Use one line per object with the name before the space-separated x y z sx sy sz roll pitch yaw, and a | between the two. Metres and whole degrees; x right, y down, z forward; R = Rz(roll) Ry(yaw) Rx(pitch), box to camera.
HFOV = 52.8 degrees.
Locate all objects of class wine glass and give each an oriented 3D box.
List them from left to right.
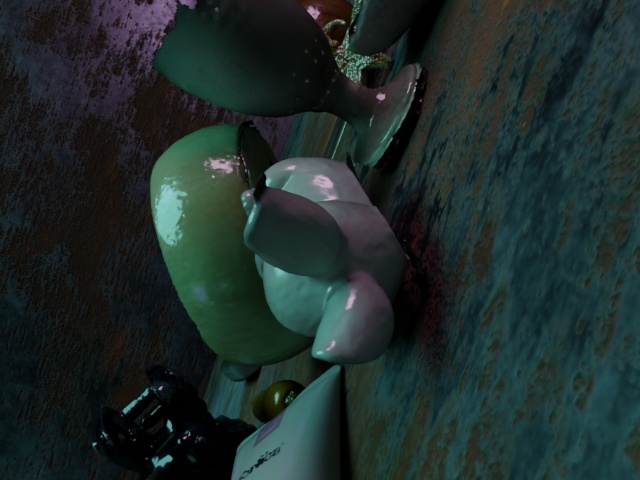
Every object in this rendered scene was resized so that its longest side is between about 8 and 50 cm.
wine glass | -0.049 -0.239 0.881 0.191 0.356 0.190 -59 12 20

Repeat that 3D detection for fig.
fig | 0.009 -0.367 1.288 0.235 0.214 0.235 18 -90 -90

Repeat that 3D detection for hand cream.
hand cream | -0.040 0.271 0.669 0.185 0.118 0.359 -44 15 13

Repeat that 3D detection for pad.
pad | 0.026 -0.223 1.516 0.176 0.002 0.266 -99 28 -69

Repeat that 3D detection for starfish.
starfish | 0.054 -0.320 1.135 0.053 0.150 0.210 -26 -53 -61

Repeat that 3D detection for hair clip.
hair clip | -0.173 0.320 0.948 0.194 0.310 0.206 -43 49 -4

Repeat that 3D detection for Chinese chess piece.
Chinese chess piece | -0.102 0.004 0.930 0.349 0.146 0.350 -21 -90 -81

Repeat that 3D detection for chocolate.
chocolate | 0.138 -0.404 0.934 0.303 0.100 0.185 -59 5 43

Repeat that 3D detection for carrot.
carrot | -0.062 0.249 0.977 0.225 0.067 0.067 129 157 -70

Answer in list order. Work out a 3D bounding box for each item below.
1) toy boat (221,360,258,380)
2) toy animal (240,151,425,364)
toy boat | -0.198 0.307 1.611 0.085 0.078 0.260 -50 3 -21
toy animal | 0.003 0.005 0.655 0.154 0.209 0.325 -31 2 2
